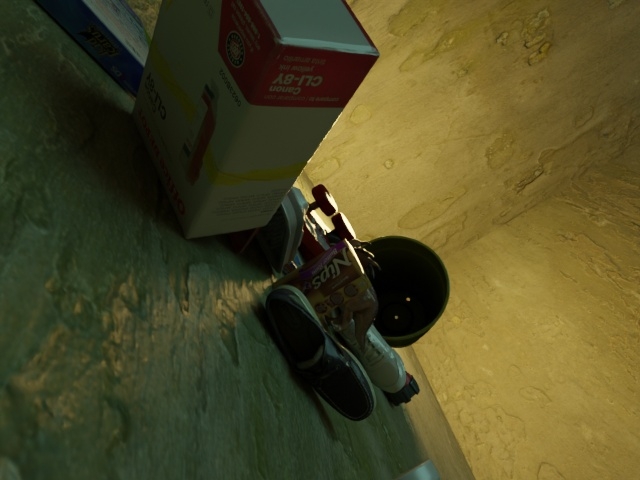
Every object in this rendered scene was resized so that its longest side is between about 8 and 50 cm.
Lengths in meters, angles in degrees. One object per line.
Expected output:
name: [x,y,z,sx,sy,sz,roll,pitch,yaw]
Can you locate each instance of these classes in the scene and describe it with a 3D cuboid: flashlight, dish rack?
flashlight: [0.186,0.354,1.618,0.304,0.103,0.103,57,-20,0]
dish rack: [-0.121,-0.117,1.134,0.333,0.072,0.286,62,-20,19]

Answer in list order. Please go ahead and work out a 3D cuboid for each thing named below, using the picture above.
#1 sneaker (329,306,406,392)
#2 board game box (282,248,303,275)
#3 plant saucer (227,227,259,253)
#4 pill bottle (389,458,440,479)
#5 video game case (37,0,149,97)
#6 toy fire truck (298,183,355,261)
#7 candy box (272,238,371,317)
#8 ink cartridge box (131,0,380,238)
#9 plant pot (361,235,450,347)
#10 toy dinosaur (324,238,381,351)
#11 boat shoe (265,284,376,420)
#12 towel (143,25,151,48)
sneaker: [0.114,0.286,1.444,0.305,0.114,0.152,53,11,28]
board game box: [-0.095,0.017,1.347,0.136,0.035,0.201,53,9,-37]
plant saucer: [-0.139,-0.148,0.976,0.047,0.259,0.259,-11,64,-39]
pill bottle: [0.182,0.492,0.807,0.265,0.153,0.153,62,8,22]
video game case: [-0.408,-0.418,0.931,0.269,0.061,0.244,49,13,-52]
toy fire truck: [0.000,0.000,1.563,0.302,0.169,0.254,53,14,-35]
candy box: [0.001,0.092,1.089,0.053,0.186,0.109,50,11,-46]
ink cartridge box: [-0.127,-0.222,0.772,0.160,0.385,0.279,-11,63,-37]
plant pot: [0.268,0.224,1.880,0.367,0.366,0.353,62,-3,28]
toy dinosaur: [0.090,0.128,1.369,0.127,0.200,0.296,88,-23,-71]
boat shoe: [-0.009,0.206,0.934,0.285,0.102,0.092,55,12,5]
towel: [-0.410,-0.456,1.253,0.237,0.021,0.102,61,2,22]
